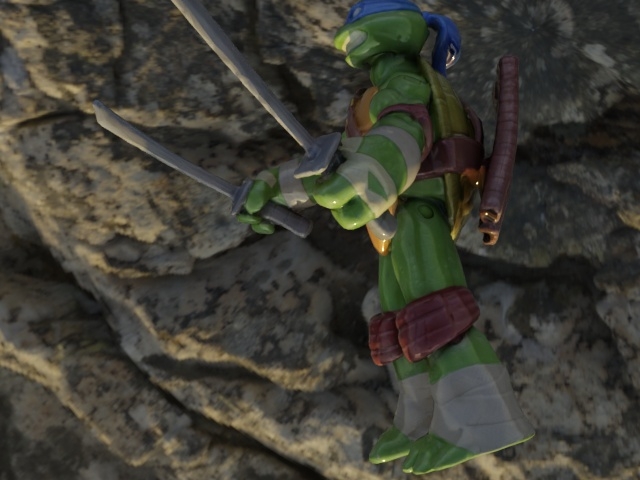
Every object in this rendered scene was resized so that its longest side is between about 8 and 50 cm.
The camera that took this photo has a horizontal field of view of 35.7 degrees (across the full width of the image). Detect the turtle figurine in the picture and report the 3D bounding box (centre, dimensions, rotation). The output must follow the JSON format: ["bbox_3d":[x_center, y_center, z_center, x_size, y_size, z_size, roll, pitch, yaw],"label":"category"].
[{"bbox_3d":[0.000,0.000,0.560,0.198,0.274,0.266,-22,82,45],"label":"turtle figurine"}]
